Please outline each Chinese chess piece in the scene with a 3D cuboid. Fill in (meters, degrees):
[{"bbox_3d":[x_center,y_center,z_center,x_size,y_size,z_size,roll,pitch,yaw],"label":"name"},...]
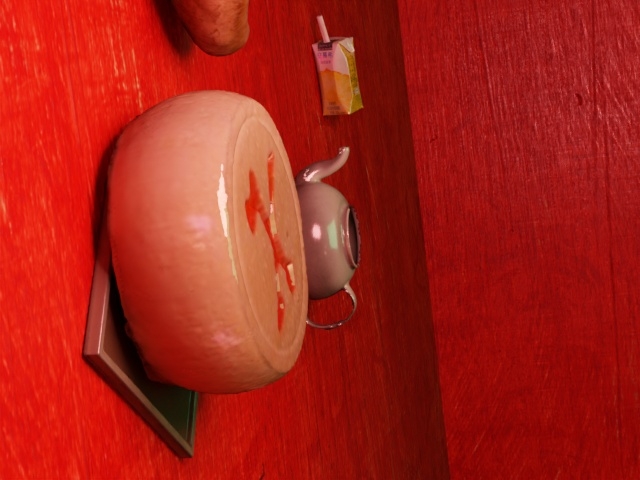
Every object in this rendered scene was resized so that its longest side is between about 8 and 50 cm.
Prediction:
[{"bbox_3d":[-0.117,0.003,1.335,0.338,0.140,0.338,-7,90,-78],"label":"Chinese chess piece"}]

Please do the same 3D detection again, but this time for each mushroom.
[{"bbox_3d":[-0.137,-0.371,1.481,0.278,0.146,0.278,171,-90,-82],"label":"mushroom"}]

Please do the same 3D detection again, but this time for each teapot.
[{"bbox_3d":[0.000,0.000,1.962,0.193,0.129,0.294,-11,95,-77],"label":"teapot"}]

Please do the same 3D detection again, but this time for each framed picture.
[{"bbox_3d":[-0.187,0.093,1.339,0.289,0.020,0.211,64,24,-56],"label":"framed picture"}]

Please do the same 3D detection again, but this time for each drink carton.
[{"bbox_3d":[0.028,-0.350,2.366,0.074,0.084,0.200,-30,117,-51],"label":"drink carton"}]
